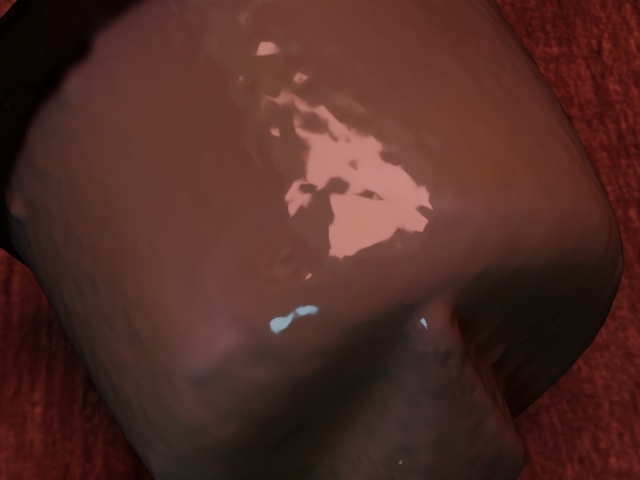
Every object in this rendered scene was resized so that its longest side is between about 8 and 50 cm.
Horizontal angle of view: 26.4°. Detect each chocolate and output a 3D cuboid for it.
[{"bbox_3d":[0.000,0.000,0.726,0.314,0.326,0.297,-42,49,17],"label":"chocolate"}]
